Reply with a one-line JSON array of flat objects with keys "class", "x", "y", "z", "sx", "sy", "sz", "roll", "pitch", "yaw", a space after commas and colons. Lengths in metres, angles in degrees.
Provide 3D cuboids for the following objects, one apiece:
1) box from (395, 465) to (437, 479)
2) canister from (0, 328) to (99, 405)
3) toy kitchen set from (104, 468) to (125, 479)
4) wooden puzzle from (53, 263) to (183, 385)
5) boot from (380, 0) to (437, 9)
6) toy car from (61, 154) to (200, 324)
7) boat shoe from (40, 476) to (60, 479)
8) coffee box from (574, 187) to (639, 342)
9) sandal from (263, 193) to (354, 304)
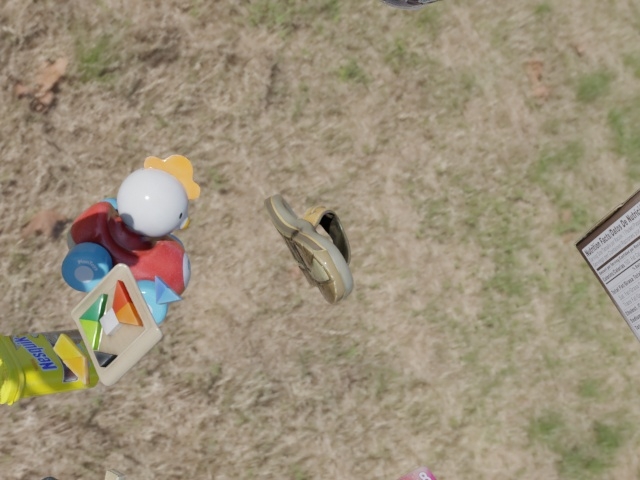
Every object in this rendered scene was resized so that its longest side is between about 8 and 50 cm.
[{"class": "box", "x": 0.007, "y": 0.288, "z": 0.635, "sx": 0.257, "sy": 0.128, "sz": 0.122, "roll": -13, "pitch": 56, "yaw": -45}, {"class": "canister", "x": -0.478, "y": 0.210, "z": 1.461, "sx": 0.170, "sy": 0.073, "sz": 0.126, "roll": -1, "pitch": 37, "yaw": -46}, {"class": "toy kitchen set", "x": -0.370, "y": 0.455, "z": 1.485, "sx": 0.075, "sy": 0.068, "sz": 0.083, "roll": 3, "pitch": 101, "yaw": -58}, {"class": "wooden puzzle", "x": -0.160, "y": 0.065, "z": 0.656, "sx": 0.078, "sy": 0.116, "sz": 0.014, "roll": 48, "pitch": 15, "yaw": 28}, {"class": "boot", "x": 0.088, "y": -0.250, "z": 0.772, "sx": 0.086, "sy": 0.190, "sz": 0.069, "roll": -3, "pitch": 98, "yaw": -36}, {"class": "toy car", "x": -0.265, "y": -0.026, "z": 1.369, "sx": 0.210, "sy": 0.238, "sz": 0.219, "roll": 35, "pitch": 21, "yaw": -15}, {"class": "boat shoe", "x": -0.371, "y": 0.404, "z": 0.965, "sx": 0.091, "sy": 0.114, "sz": 0.302, "roll": 64, "pitch": 27, "yaw": -24}, {"class": "coffee box", "x": 0.317, "y": 0.061, "z": 0.593, "sx": 0.141, "sy": 0.098, "sz": 0.246, "roll": -22, "pitch": 72, "yaw": -23}, {"class": "sandal", "x": 0.000, "y": 0.000, "z": 0.669, "sx": 0.049, "sy": 0.180, "sz": 0.072, "roll": -31, "pitch": 108, "yaw": -7}]
